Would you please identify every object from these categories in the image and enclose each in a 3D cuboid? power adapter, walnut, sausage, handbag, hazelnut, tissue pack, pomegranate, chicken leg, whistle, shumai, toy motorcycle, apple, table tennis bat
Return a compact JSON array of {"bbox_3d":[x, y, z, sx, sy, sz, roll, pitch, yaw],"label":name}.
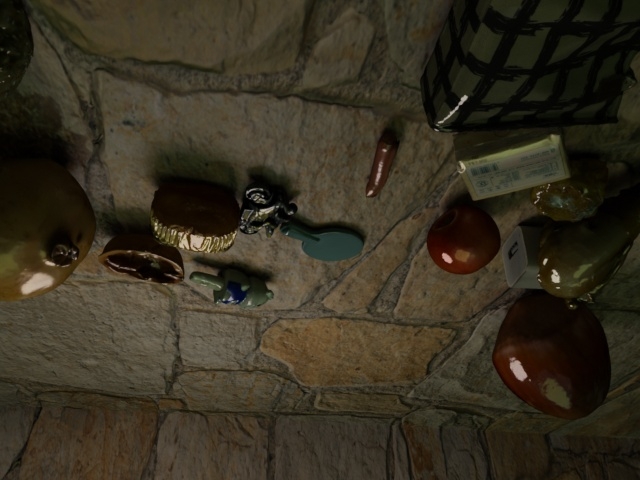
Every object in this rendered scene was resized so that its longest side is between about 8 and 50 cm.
[{"bbox_3d":[0.558,0.044,1.557,0.204,0.125,0.130,3,149,-8],"label":"power adapter"},{"bbox_3d":[-0.419,0.031,1.566,0.211,0.087,0.167,21,150,-28],"label":"walnut"},{"bbox_3d":[0.122,-0.149,1.302,0.040,0.047,0.177,17,148,2],"label":"sausage"},{"bbox_3d":[0.342,-0.300,0.944,0.326,0.163,0.325,-1,152,-11],"label":"handbag"},{"bbox_3d":[0.648,0.322,1.817,0.372,0.373,0.315,24,130,-35],"label":"hazelnut"},{"bbox_3d":[0.366,-0.162,1.240,0.196,0.092,0.148,-12,147,22],"label":"tissue pack"},{"bbox_3d":[-0.592,-0.028,1.282,0.306,0.308,0.307,0,150,0],"label":"pomegranate"},{"bbox_3d":[0.626,-0.038,1.351,0.429,0.202,0.152,-41,150,25],"label":"chicken leg"},{"bbox_3d":[-0.231,0.128,1.727,0.244,0.092,0.110,19,155,-31],"label":"whistle"},{"bbox_3d":[-0.550,-0.261,0.955,0.188,0.218,0.256,14,148,-6],"label":"shumai"},{"bbox_3d":[-0.114,-0.064,1.435,0.124,0.061,0.193,4,148,-12],"label":"toy motorcycle"},{"bbox_3d":[0.315,-0.004,1.449,0.163,0.164,0.139,-27,124,37],"label":"apple"},{"bbox_3d":[0.000,0.000,1.571,0.237,0.038,0.149,20,146,-38],"label":"table tennis bat"}]

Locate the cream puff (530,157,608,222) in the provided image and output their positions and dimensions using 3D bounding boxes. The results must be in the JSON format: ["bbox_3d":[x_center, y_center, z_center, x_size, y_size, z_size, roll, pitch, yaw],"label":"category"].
[{"bbox_3d":[0.506,-0.113,1.319,0.146,0.116,0.146,22,152,13],"label":"cream puff"}]

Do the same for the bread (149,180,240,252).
[{"bbox_3d":[-0.264,-0.051,1.385,0.190,0.132,0.114,6,147,-15],"label":"bread"}]
